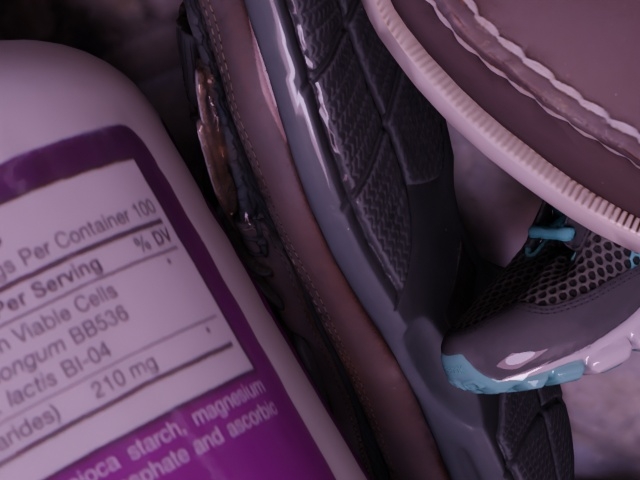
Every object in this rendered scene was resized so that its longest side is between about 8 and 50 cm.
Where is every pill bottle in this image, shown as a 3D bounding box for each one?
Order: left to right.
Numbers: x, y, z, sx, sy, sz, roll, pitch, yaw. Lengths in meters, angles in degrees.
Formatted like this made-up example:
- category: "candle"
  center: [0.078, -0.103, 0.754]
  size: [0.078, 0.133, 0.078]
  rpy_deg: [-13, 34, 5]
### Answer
- category: "pill bottle"
  center: [-0.089, 0.054, 0.509]
  size: [0.169, 0.169, 0.301]
  rpy_deg: [-32, 84, 18]

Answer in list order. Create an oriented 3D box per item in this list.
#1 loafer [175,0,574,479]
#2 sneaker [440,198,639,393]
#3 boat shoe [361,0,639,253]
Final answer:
- category: "loafer"
  center: [0.000, 0.000, 0.573]
  size: [0.084, 0.096, 0.267]
  rpy_deg: [-10, 124, 25]
- category: "sneaker"
  center: [0.090, -0.021, 0.550]
  size: [0.166, 0.065, 0.076]
  rpy_deg: [-39, 105, -22]
- category: "boat shoe"
  center: [0.156, -0.025, 0.468]
  size: [0.324, 0.097, 0.116]
  rpy_deg: [30, 86, 7]
